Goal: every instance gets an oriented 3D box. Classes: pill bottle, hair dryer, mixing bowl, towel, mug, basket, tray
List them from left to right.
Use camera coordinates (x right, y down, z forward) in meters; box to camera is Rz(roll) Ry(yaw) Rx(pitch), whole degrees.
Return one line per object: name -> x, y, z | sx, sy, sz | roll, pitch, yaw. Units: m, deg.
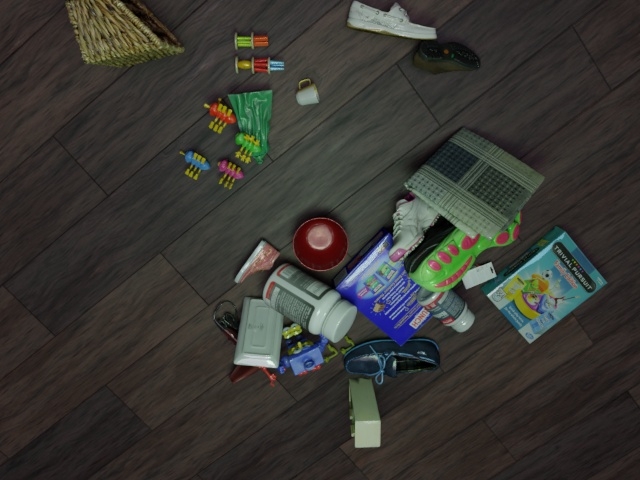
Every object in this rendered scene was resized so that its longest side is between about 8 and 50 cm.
basket -> -0.534, -0.614, 1.549 | 0.223, 0.299, 0.214 | -11, 105, 4
hair dryer -> -0.272, 0.366, 1.969 | 0.223, 0.080, 0.294 | 8, 95, 4
tray -> -0.200, 0.294, 1.851 | 0.145, 0.270, 0.030 | 5, 137, -2
mug -> -0.042, -0.458, 1.742 | 0.064, 0.078, 0.062 | -15, 139, 12
pill bottle -> -0.034, 0.206, 1.814 | 0.283, 0.161, 0.161 | 29, 106, 23
mixing bowl -> 0.000, 0.000, 1.847 | 0.181, 0.098, 0.181 | 0, 107, -1
pill bottle -> 0.409, 0.213, 1.795 | 0.180, 0.108, 0.108 | 40, 101, -15
towel -> 0.474, -0.173, 1.703 | 0.324, 0.056, 0.312 | 38, 67, 21

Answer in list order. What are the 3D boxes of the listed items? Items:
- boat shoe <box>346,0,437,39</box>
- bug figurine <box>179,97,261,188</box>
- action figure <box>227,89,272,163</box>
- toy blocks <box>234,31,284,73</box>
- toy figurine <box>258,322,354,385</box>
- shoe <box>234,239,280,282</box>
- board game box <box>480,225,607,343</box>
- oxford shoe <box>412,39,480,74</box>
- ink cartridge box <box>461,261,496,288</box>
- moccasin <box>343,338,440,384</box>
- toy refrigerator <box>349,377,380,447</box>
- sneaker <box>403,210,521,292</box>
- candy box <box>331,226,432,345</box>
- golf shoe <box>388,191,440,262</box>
boat shoe -> 0.220, -0.662, 1.662 | 0.277, 0.098, 0.096 | 10, 107, -3
bug figurine -> -0.309, -0.294, 1.745 | 0.216, 0.072, 0.279 | 34, 121, -7
action figure -> -0.208, -0.353, 1.757 | 0.137, 0.063, 0.232 | -6, 113, -2
toy blocks -> -0.185, -0.573, 1.698 | 0.148, 0.054, 0.123 | 1, 107, -2
toy figurine -> -0.026, 0.391, 1.861 | 0.362, 0.217, 0.191 | -21, 105, -10
shoe -> -0.214, 0.088, 1.884 | 0.081, 0.063, 0.178 | 36, 98, -6
board game box -> 0.771, 0.157, 1.927 | 0.336, 0.079, 0.254 | -42, 103, 10
oxford shoe -> 0.387, -0.556, 1.714 | 0.227, 0.096, 0.083 | 4, 69, -19
ink cartridge box -> 0.547, 0.118, 1.935 | 0.115, 0.029, 0.063 | -23, 105, 4
moccasin -> 0.252, 0.420, 1.953 | 0.342, 0.117, 0.138 | -11, 126, 3
toy refrigerator -> 0.146, 0.593, 1.935 | 0.094, 0.269, 0.102 | -1, 107, -2
sneaker -> 0.457, -0.022, 1.779 | 0.482, 0.202, 0.185 | -31, 114, -22
candy box -> 0.245, 0.157, 1.889 | 0.317, 0.122, 0.268 | 42, 99, -11
golf shoe -> 0.271, -0.046, 1.770 | 0.140, 0.306, 0.115 | 42, 135, 1
